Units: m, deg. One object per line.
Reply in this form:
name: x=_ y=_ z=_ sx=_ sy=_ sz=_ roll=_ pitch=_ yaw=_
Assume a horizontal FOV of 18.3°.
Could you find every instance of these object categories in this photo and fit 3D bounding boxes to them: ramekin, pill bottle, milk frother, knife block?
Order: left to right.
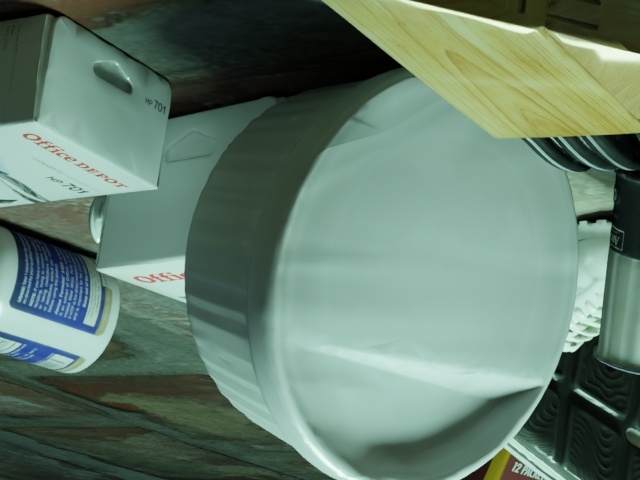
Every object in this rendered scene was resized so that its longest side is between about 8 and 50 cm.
pill bottle: x=-0.287 y=0.047 z=1.810 sx=0.186 sy=0.112 sz=0.112 roll=22 pitch=159 yaw=-40
ramekin: x=0.032 y=0.020 z=1.288 sx=0.273 sy=0.273 sz=0.127 roll=22 pitch=172 yaw=-40
knife block: x=0.108 y=-0.110 z=1.083 sx=0.275 sy=0.088 sz=0.242 roll=11 pitch=164 yaw=-12
milk frother: x=0.267 y=0.016 z=1.359 sx=0.143 sy=0.135 sz=0.129 roll=8 pitch=-164 yaw=12

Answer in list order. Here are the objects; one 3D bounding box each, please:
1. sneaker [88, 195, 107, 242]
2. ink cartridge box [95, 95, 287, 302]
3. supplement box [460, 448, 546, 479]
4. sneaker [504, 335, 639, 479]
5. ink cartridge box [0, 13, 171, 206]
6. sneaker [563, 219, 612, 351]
sneaker: x=-0.106 y=-0.001 z=1.643 sx=0.166 sy=0.065 sz=0.076 roll=18 pitch=158 yaw=-34
ink cartridge box: x=0.000 y=0.000 z=1.482 sx=0.273 sy=0.115 sz=0.198 roll=21 pitch=160 yaw=-39
supplement box: x=0.158 y=0.269 z=2.099 sx=0.129 sy=0.191 sz=0.194 roll=21 pitch=-175 yaw=-37
sneaker: x=0.258 y=0.225 z=1.889 sx=0.447 sy=0.169 sz=0.257 roll=29 pitch=147 yaw=-21
ink cartridge box: x=-0.219 y=-0.084 z=1.354 sx=0.190 sy=0.082 sz=0.139 roll=-4 pitch=160 yaw=33
sneaker: x=0.205 y=0.041 z=1.563 sx=0.090 sy=0.095 sz=0.235 roll=20 pitch=159 yaw=-31
